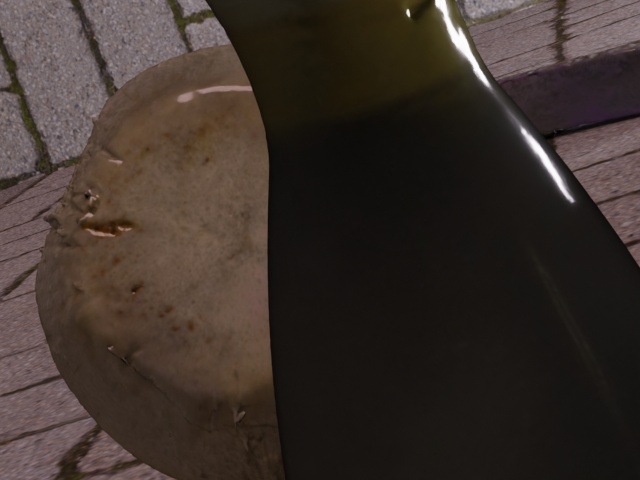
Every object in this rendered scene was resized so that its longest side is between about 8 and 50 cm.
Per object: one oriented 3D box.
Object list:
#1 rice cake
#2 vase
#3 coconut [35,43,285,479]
[{"bbox_3d":[0.236,-0.143,1.798,0.399,0.070,0.064,-12,12,36],"label":"rice cake"},{"bbox_3d":[0.041,0.008,0.638,0.173,0.321,0.173,-19,9,3],"label":"vase"},{"bbox_3d":[-0.023,0.019,0.975,0.245,0.245,0.247,-19,-11,8],"label":"coconut"}]
